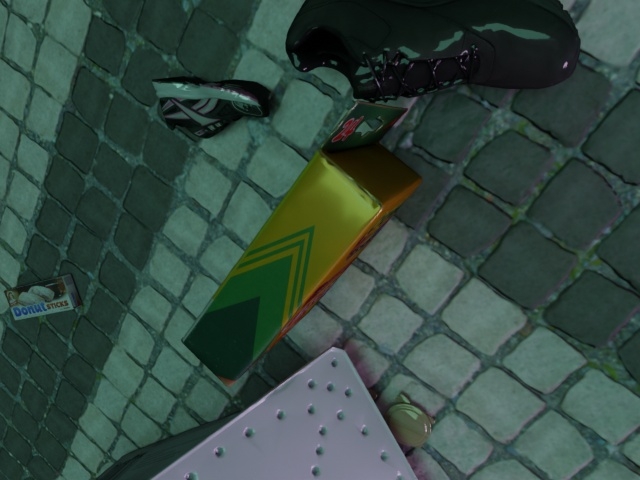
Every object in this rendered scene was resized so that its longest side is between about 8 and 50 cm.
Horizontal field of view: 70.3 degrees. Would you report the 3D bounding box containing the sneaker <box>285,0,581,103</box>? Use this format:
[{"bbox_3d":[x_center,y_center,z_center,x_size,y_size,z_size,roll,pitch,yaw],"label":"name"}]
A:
[{"bbox_3d":[0.094,-0.185,0.450,0.286,0.109,0.130,20,68,24],"label":"sneaker"}]

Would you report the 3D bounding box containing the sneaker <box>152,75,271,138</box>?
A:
[{"bbox_3d":[-0.141,-0.174,0.610,0.178,0.072,0.077,15,121,28],"label":"sneaker"}]

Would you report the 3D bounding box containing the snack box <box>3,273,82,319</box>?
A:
[{"bbox_3d":[-0.531,0.109,0.866,0.178,0.022,0.064,-12,99,25],"label":"snack box"}]

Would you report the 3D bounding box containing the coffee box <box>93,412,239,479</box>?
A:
[{"bbox_3d":[-0.247,0.533,0.675,0.337,0.338,0.335,-29,91,27],"label":"coffee box"}]

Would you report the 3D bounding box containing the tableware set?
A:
[{"bbox_3d":[0.076,0.281,0.650,0.140,0.020,0.169,18,109,16],"label":"tableware set"}]

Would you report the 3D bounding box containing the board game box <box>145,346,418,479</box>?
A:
[{"bbox_3d":[-0.037,0.393,0.531,0.390,0.389,0.050,61,153,-1],"label":"board game box"}]

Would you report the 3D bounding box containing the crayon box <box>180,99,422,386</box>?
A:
[{"bbox_3d":[0.000,0.000,0.509,0.081,0.202,0.319,42,116,8],"label":"crayon box"}]
